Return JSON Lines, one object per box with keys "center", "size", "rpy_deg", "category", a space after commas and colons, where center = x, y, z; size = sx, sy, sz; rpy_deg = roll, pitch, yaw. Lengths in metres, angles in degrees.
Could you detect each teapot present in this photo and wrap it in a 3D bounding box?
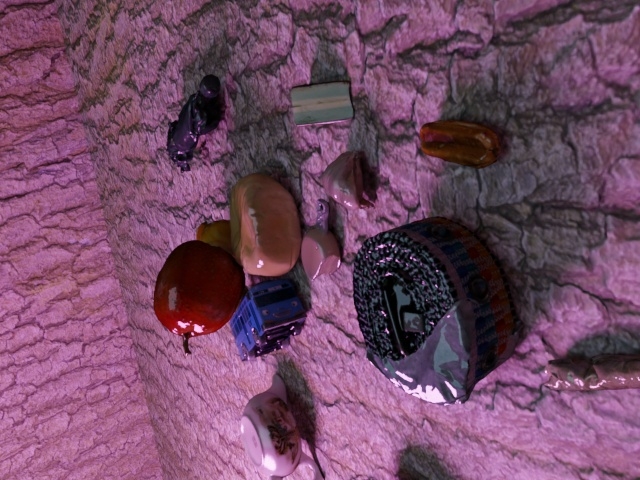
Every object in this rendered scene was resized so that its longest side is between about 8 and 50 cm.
{"center": [-0.106, 0.482, 1.527], "size": [0.204, 0.140, 0.297], "rpy_deg": [-46, 61, 55], "category": "teapot"}

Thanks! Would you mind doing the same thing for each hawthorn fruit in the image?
{"center": [-0.278, 0.130, 1.395], "size": [0.205, 0.205, 0.253], "rpy_deg": [-27, 44, 60], "category": "hawthorn fruit"}

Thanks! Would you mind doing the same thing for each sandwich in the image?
{"center": [0.016, -0.245, 1.106], "size": [0.117, 0.074, 0.074], "rpy_deg": [-1, 104, 26], "category": "sandwich"}

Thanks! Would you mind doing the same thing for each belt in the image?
{"center": [0.159, 0.099, 0.885], "size": [0.207, 0.150, 0.257], "rpy_deg": [-17, 89, 51], "category": "belt"}

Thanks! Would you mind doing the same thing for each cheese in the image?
{"center": [0.004, 0.005, 1.202], "size": [0.092, 0.048, 0.171], "rpy_deg": [53, 143, 31], "category": "cheese"}
{"center": [-0.129, -0.033, 1.355], "size": [0.214, 0.117, 0.225], "rpy_deg": [5, 102, 63], "category": "cheese"}

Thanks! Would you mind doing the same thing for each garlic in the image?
{"center": [0.043, -0.101, 1.062], "size": [0.113, 0.074, 0.094], "rpy_deg": [-122, 20, -55], "category": "garlic"}

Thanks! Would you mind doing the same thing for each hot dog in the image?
{"center": [0.185, -0.131, 0.841], "size": [0.144, 0.038, 0.062], "rpy_deg": [24, 126, 56], "category": "hot dog"}

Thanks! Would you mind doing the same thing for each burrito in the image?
{"center": [0.328, 0.151, 0.719], "size": [0.041, 0.045, 0.185], "rpy_deg": [42, 151, -14], "category": "burrito"}

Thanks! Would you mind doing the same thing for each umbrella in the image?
{"center": [-0.305, -0.294, 1.540], "size": [0.349, 0.094, 0.143], "rpy_deg": [-39, 63, 56], "category": "umbrella"}

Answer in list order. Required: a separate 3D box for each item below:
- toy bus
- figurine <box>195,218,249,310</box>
{"center": [-0.127, 0.183, 1.439], "size": [0.133, 0.116, 0.234], "rpy_deg": [67, 152, 19], "category": "toy bus"}
{"center": [-0.232, 0.064, 1.562], "size": [0.156, 0.131, 0.246], "rpy_deg": [-28, -78, -84], "category": "figurine"}
